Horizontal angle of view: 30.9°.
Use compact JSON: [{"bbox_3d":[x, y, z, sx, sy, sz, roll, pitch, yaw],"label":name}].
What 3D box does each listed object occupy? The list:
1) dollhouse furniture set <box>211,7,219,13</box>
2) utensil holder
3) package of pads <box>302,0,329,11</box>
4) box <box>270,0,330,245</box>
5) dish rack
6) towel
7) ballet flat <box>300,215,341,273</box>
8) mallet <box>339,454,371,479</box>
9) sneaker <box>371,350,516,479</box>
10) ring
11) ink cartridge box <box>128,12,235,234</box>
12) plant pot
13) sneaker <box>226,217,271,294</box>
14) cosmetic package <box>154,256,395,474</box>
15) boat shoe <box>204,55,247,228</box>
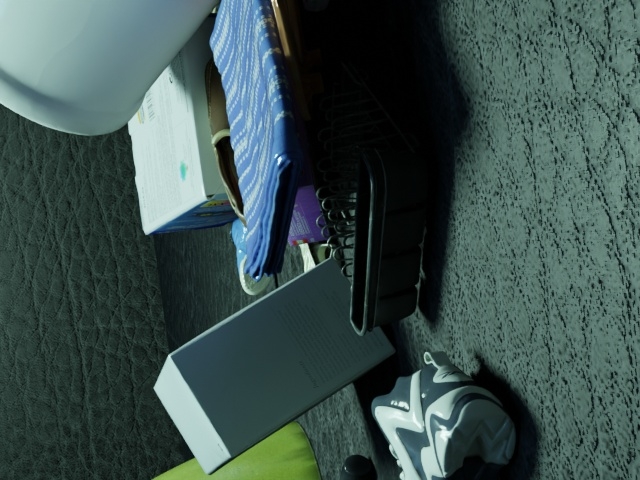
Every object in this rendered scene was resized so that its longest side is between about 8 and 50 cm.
[{"bbox_3d":[-0.191,-0.409,1.939,0.114,0.091,0.081,-127,47,-67],"label":"dollhouse furniture set"},{"bbox_3d":[-0.263,-0.379,1.447,0.385,0.327,0.327,-45,45,28],"label":"utensil holder"},{"bbox_3d":[-0.003,-0.310,1.337,0.083,0.032,0.050,107,152,-59],"label":"package of pads"},{"bbox_3d":[-0.047,-0.161,1.405,0.201,0.057,0.293,71,-172,-71],"label":"box"},{"bbox_3d":[0.040,-0.057,1.226,0.271,0.074,0.208,-116,24,-51],"label":"dish rack"},{"bbox_3d":[-0.075,-0.153,1.193,0.243,0.040,0.336,105,156,-58],"label":"towel"},{"bbox_3d":[0.000,0.000,1.485,0.052,0.057,0.168,-26,75,46],"label":"ballet flat"},{"bbox_3d":[0.071,0.340,1.415,0.189,0.039,0.062,-126,33,-52],"label":"mallet"},{"bbox_3d":[0.104,0.208,1.085,0.153,0.094,0.235,-117,24,-55],"label":"sneaker"},{"bbox_3d":[-0.034,-0.289,1.181,0.336,0.032,0.336,-10,-90,-86],"label":"ring"},{"bbox_3d":[-0.190,-0.164,1.782,0.395,0.151,0.270,-19,78,63],"label":"ink cartridge box"},{"bbox_3d":[-0.159,0.447,1.823,0.275,0.293,0.275,172,90,-76],"label":"plant pot"},{"bbox_3d":[-0.115,0.013,1.886,0.084,0.058,0.152,173,94,-70],"label":"sneaker"},{"bbox_3d":[-0.063,0.153,1.369,0.138,0.225,0.224,55,160,7],"label":"cosmetic package"},{"bbox_3d":[-0.101,-0.137,1.516,0.095,0.095,0.257,19,-129,-69],"label":"boat shoe"}]
